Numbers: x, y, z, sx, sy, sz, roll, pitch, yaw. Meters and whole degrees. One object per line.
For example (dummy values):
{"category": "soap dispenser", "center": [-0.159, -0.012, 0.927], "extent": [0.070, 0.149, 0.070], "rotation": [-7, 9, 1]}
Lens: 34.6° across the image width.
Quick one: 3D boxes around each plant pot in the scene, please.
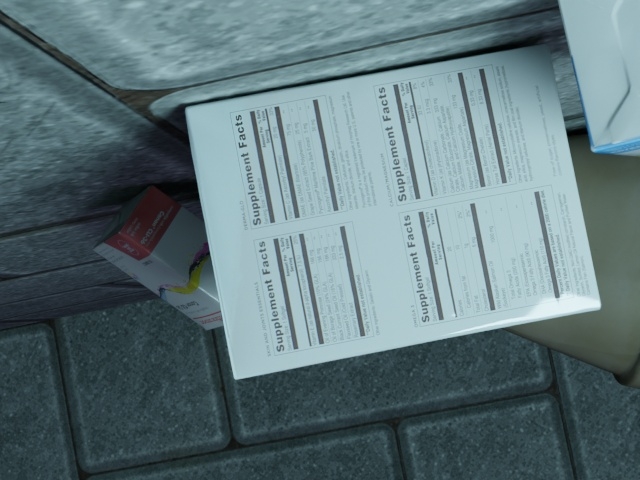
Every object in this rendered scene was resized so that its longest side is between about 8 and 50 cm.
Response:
{"category": "plant pot", "center": [0.298, 0.001, 1.219], "extent": [0.280, 0.323, 0.323], "rotation": [9, 177, 5]}

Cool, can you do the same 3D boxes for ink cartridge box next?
{"category": "ink cartridge box", "center": [-0.133, 0.034, 1.096], "extent": [0.198, 0.067, 0.115], "rotation": [36, 157, -16]}
{"category": "ink cartridge box", "center": [0.215, -0.108, 0.645], "extent": [0.061, 0.104, 0.181], "rotation": [-13, 175, 33]}

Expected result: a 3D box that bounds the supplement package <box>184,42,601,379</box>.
{"category": "supplement package", "center": [0.048, -0.015, 0.807], "extent": [0.262, 0.198, 0.199], "rotation": [-11, 176, -2]}
